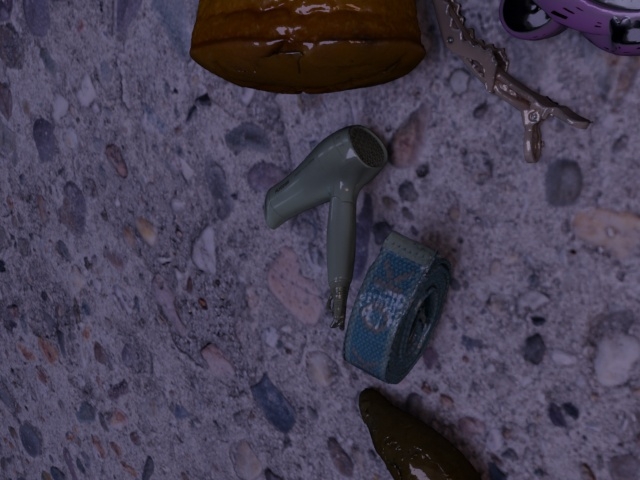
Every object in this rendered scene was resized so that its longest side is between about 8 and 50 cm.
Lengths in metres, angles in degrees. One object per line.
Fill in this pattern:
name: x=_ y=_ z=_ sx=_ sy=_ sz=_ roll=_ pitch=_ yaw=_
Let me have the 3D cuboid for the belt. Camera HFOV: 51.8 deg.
belt: x=0.087 y=0.081 z=0.765 sx=0.082 sy=0.148 sz=0.163 roll=28 pitch=91 yaw=25

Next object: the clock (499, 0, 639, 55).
clock: x=0.270 y=-0.270 z=0.544 sx=0.248 sy=0.090 sz=0.227 roll=7 pitch=108 yaw=37

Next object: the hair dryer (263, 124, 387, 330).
hair dryer: x=0.000 y=0.000 z=0.798 sx=0.206 sy=0.075 sz=0.237 roll=-31 pitch=55 yaw=45

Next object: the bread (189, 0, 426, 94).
bread: x=-0.018 y=-0.230 z=0.709 sx=0.270 sy=0.195 sz=0.142 roll=5 pitch=98 yaw=33

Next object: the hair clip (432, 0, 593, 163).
hair clip: x=0.174 y=-0.176 z=0.682 sx=0.226 sy=0.034 sz=0.072 roll=50 pitch=129 yaw=14

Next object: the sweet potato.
sweet potato: x=0.150 y=0.317 z=0.825 sx=0.124 sy=0.098 sz=0.310 roll=-40 pitch=76 yaw=46
